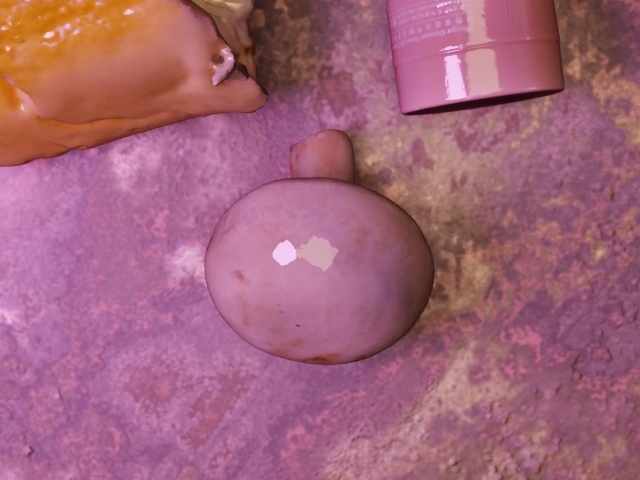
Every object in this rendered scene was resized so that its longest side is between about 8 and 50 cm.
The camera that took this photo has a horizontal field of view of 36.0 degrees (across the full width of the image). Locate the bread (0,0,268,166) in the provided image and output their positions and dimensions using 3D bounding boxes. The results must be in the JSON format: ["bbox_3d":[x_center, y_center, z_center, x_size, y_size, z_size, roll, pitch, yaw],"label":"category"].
[{"bbox_3d":[-0.265,-0.244,0.842,0.394,0.250,0.361,-15,93,4],"label":"bread"}]

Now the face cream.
[{"bbox_3d":[0.138,-0.174,0.883,0.149,0.149,0.104,-8,93,3],"label":"face cream"}]

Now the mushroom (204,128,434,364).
[{"bbox_3d":[0.000,0.000,0.904,0.207,0.207,0.215,1,60,2],"label":"mushroom"}]
